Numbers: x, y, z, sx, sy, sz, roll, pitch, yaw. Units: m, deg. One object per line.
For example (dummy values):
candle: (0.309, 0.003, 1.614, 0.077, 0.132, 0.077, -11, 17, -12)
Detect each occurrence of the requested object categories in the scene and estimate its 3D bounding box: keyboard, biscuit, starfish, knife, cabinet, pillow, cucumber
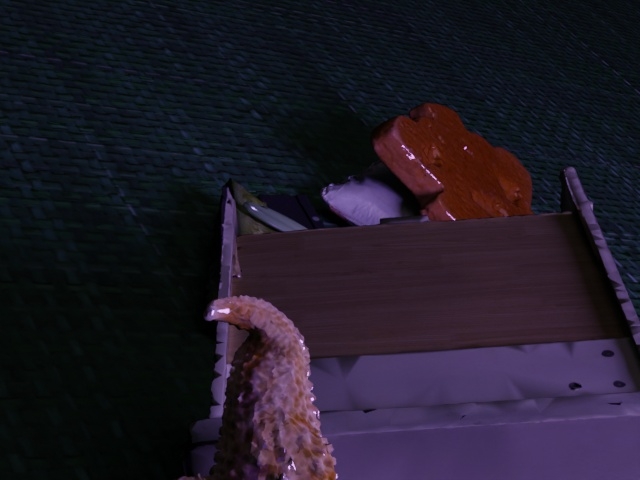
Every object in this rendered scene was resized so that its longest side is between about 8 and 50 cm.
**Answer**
keyboard: (-0.009, 0.014, 1.392, 0.060, 0.018, 0.195, 3, 35, -27)
biscuit: (0.174, -0.021, 1.518, 0.284, 0.043, 0.306, 14, 45, -49)
starfish: (-0.021, 0.186, 0.697, 0.302, 0.060, 0.299, 24, 72, 1)
knife: (0.000, 0.000, 1.362, 0.207, 0.014, 0.030, 27, 21, -39)
cabinet: (0.067, 0.122, 0.943, 0.290, 0.227, 0.318, -5, 29, 0)
pillow: (0.097, -0.044, 1.544, 0.128, 0.051, 0.229, 36, 28, 14)
cucumber: (-0.073, 0.019, 1.292, 0.078, 0.062, 0.211, 37, 16, -18)
